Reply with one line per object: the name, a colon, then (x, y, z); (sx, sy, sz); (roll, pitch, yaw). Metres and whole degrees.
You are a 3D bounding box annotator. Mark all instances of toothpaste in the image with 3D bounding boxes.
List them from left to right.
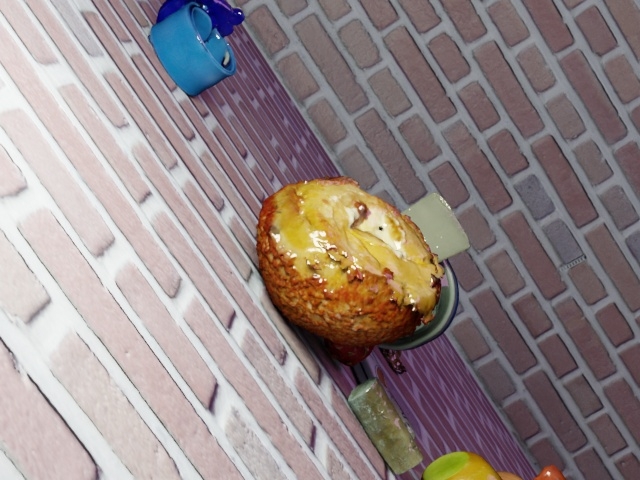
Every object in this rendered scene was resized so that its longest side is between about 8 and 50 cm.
toothpaste: (0.130, 0.318, 1.923); (0.067, 0.037, 0.255); (40, 15, -51)

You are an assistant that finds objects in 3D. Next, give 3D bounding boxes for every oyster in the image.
oyster: (0.161, 0.235, 2.339); (0.177, 0.056, 0.105); (64, 17, 11)

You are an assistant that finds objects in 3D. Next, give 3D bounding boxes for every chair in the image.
chair: (0.130, 0.017, 2.015); (0.160, 0.319, 0.186); (62, 9, 25)

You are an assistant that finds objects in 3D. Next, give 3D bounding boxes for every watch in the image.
watch: (-0.253, -0.402, 1.955); (0.196, 0.171, 0.200); (34, 34, -41)

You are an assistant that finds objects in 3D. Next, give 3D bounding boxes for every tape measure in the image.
tape measure: (0.167, 0.112, 2.149); (0.262, 0.259, 0.138); (66, 11, 20)

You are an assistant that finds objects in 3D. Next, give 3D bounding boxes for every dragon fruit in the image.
dragon fruit: (0.054, 0.182, 1.813); (0.094, 0.094, 0.190); (58, -3, 4)

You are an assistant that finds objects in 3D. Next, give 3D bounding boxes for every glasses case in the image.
glasses case: (0.091, 0.249, 1.894); (0.067, 0.045, 0.178); (47, 14, -49)

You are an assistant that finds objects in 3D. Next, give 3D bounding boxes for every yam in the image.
yam: (0.110, 0.321, 1.693); (0.169, 0.068, 0.068); (61, 8, -6)

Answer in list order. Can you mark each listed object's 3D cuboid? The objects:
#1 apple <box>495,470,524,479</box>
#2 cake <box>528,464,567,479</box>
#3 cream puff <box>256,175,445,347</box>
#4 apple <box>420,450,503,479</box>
apple: (0.360, 0.559, 1.940); (0.209, 0.164, 0.209); (44, 20, -20)
cake: (0.373, 0.572, 1.608); (0.319, 0.270, 0.269); (50, 12, -51)
cream puff: (0.033, 0.045, 1.654); (0.350, 0.229, 0.350); (27, 33, -19)
apple: (0.267, 0.464, 1.785); (0.146, 0.147, 0.163); (57, 7, -10)
